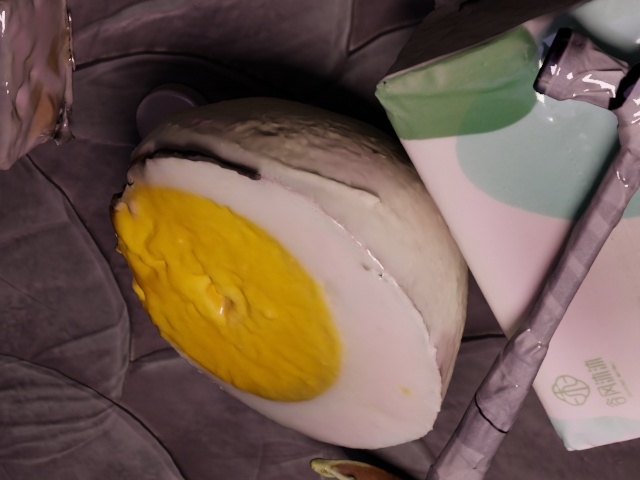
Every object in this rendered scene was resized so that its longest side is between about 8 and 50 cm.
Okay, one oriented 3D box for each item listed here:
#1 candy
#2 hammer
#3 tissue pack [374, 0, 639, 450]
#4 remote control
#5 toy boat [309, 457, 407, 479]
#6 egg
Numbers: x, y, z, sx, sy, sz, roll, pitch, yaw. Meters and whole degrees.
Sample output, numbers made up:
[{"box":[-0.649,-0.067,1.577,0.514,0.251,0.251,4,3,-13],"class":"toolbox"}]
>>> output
[{"box":[-0.321,-0.163,1.084,0.195,0.137,0.185,14,124,9],"class":"candy"},{"box":[0.151,0.052,0.873,0.152,0.044,0.427,27,129,5],"class":"hammer"},{"box":[0.241,-0.046,0.918,0.266,0.194,0.356,-19,112,27],"class":"tissue pack"},{"box":[-0.098,-0.034,1.151,0.077,0.022,0.245,-13,115,29],"class":"remote control"},{"box":[0.094,0.318,1.250,0.099,0.108,0.293,-26,110,1],"class":"toy boat"},{"box":[0.000,0.000,1.022,0.337,0.201,0.337,25,147,17],"class":"egg"}]
